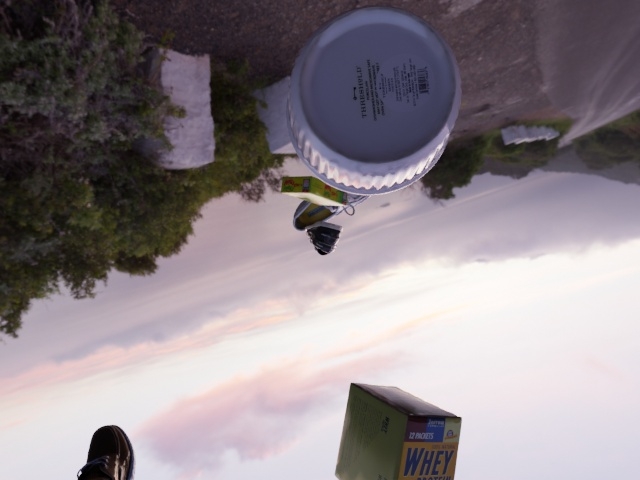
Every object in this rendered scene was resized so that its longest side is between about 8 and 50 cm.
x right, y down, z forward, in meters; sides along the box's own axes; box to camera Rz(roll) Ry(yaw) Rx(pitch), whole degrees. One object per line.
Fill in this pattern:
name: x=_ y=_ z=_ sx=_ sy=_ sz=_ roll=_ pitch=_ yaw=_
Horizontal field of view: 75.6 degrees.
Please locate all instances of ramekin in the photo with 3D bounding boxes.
ramekin: x=0.059 y=-0.159 z=0.474 sx=0.207 sy=0.207 sz=0.109 roll=-19 pitch=179 yaw=2

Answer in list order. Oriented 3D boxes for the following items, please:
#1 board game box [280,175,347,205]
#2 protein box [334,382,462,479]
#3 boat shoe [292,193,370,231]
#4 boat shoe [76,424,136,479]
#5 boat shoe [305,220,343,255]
board game box: x=-0.012 y=-0.129 z=1.095 sx=0.092 sy=0.043 sz=0.181 roll=5 pitch=176 yaw=33
protein box: x=0.149 y=0.416 z=0.825 sx=0.136 sy=0.199 sz=0.201 roll=14 pitch=173 yaw=-25
boat shoe: x=0.049 y=-0.137 z=1.348 sx=0.367 sy=0.135 sz=0.156 roll=-28 pitch=-163 yaw=24
boat shoe: x=-0.308 y=0.343 z=0.591 sx=0.066 sy=0.183 sz=0.066 roll=-26 pitch=136 yaw=-11
boat shoe: x=0.000 y=0.000 z=1.095 sx=0.084 sy=0.079 sz=0.233 roll=9 pitch=175 yaw=-9
